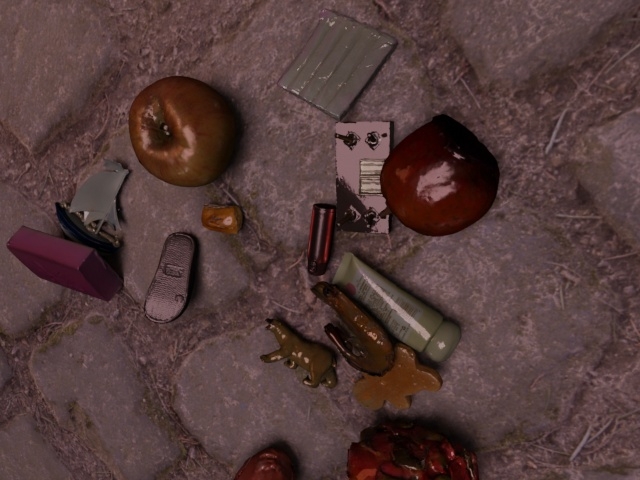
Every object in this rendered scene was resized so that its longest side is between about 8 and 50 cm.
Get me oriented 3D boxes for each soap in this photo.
[{"bbox_3d":[-0.697,0.067,1.378,0.259,0.081,0.181,16,149,17],"label":"soap"}]

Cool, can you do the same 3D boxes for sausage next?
[{"bbox_3d":[-0.166,0.662,1.316,0.152,0.152,0.279,39,112,9],"label":"sausage"}]

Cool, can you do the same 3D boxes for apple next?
[{"bbox_3d":[-0.309,-0.247,1.145,0.261,0.194,0.260,4,100,20],"label":"apple"}]

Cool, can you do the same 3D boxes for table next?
[{"bbox_3d":[0.085,-0.131,1.065,0.122,0.111,0.240,3,102,20],"label":"table"}]

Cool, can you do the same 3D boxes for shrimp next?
[{"bbox_3d":[0.066,0.203,1.128,0.253,0.058,0.173,41,137,26],"label":"shrimp"}]

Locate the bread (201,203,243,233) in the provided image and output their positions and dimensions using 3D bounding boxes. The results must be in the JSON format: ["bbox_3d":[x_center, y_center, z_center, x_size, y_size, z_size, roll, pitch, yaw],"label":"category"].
[{"bbox_3d":[-0.244,-0.054,1.240,0.106,0.053,0.072,8,101,25],"label":"bread"}]

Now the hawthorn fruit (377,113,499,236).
[{"bbox_3d":[0.215,-0.106,0.972,0.250,0.215,0.215,-30,90,19],"label":"hawthorn fruit"}]

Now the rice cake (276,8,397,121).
[{"bbox_3d":[0.031,-0.369,1.052,0.189,0.037,0.198,31,96,11],"label":"rice cake"}]

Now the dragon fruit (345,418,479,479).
[{"bbox_3d":[0.207,0.540,1.103,0.291,0.250,0.269,-2,106,6],"label":"dragon fruit"}]

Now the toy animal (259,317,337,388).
[{"bbox_3d":[-0.051,0.276,1.228,0.219,0.103,0.101,24,90,17],"label":"toy animal"}]

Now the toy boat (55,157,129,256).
[{"bbox_3d":[-0.597,-0.073,1.365,0.292,0.070,0.210,-32,93,20],"label":"toy boat"}]

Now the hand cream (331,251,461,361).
[{"bbox_3d":[0.159,0.156,1.111,0.306,0.093,0.147,31,126,13],"label":"hand cream"}]

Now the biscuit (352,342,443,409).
[{"bbox_3d":[0.159,0.323,1.153,0.153,0.030,0.234,45,129,5],"label":"biscuit"}]

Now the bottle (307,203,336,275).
[{"bbox_3d":[0.000,0.000,1.154,0.060,0.060,0.164,13,107,18],"label":"bottle"}]

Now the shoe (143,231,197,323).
[{"bbox_3d":[-0.377,0.099,1.314,0.108,0.093,0.241,14,85,1],"label":"shoe"}]
